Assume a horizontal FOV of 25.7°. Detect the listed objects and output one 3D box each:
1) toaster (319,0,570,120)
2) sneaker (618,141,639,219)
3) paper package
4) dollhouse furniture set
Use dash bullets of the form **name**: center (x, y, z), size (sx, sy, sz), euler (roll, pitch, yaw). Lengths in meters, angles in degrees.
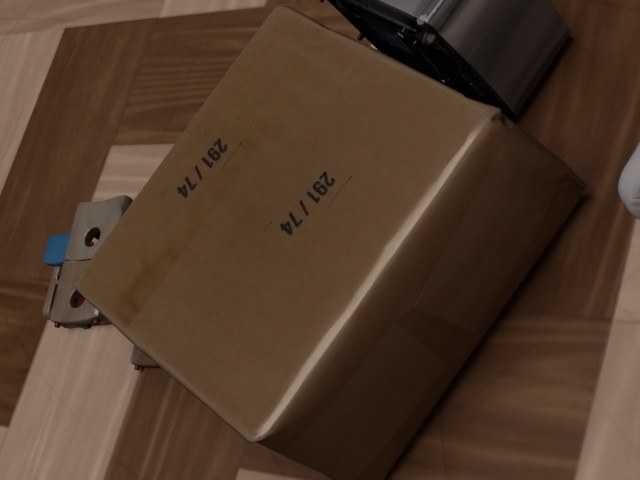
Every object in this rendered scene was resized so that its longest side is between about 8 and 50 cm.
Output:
- **toaster**: center (0.111, -0.198, 1.231), size (0.110, 0.168, 0.186), euler (-55, 44, -1)
- **sneaker**: center (0.301, -0.113, 1.097), size (0.232, 0.090, 0.115), euler (-49, 38, -7)
- **paper package**: center (0.000, 0.000, 1.203), size (0.309, 0.168, 0.325), euler (34, 90, 43)
- **dollhouse furniture set**: center (-0.231, 0.050, 1.394), size (0.184, 0.129, 0.129), euler (-7, 62, 35)
